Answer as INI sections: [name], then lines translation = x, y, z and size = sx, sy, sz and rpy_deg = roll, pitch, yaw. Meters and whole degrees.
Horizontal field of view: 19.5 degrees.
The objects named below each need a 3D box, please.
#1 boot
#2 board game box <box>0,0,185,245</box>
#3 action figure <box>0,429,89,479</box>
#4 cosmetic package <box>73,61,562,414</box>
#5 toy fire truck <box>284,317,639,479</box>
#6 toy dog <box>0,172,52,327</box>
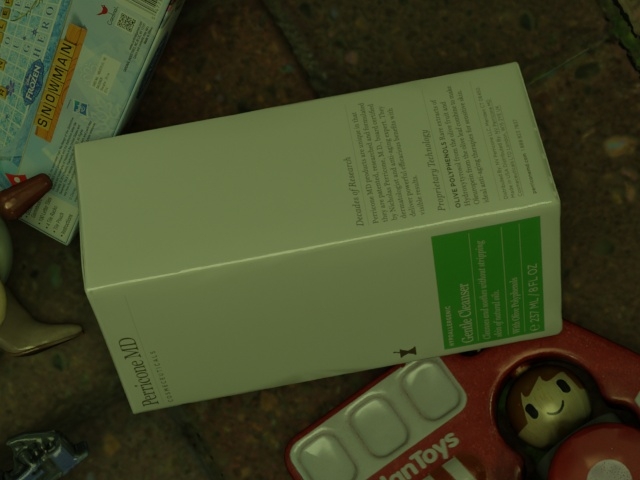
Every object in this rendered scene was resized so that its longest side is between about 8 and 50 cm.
[boot]
translation = -0.272, 0.061, 1.604
size = 0.118, 0.042, 0.087
rpy_deg = -19, 84, -6
[board game box]
translation = -0.283, -0.193, 1.495
size = 0.318, 0.066, 0.318
rpy_deg = 29, 129, -1
[action figure]
translation = -0.360, 0.217, 1.560
size = 0.341, 0.178, 0.330
rpy_deg = -32, 98, -1
[cosmetic package]
translation = 0.000, 0.000, 1.503
size = 0.366, 0.197, 0.155
rpy_deg = -12, 54, 1
[toy fire truck]
translation = 0.150, 0.184, 1.554
size = 0.302, 0.169, 0.254
rpy_deg = -37, 73, 1
[toy dog]
translation = -0.344, -0.055, 1.459
size = 0.161, 0.220, 0.334
rpy_deg = -49, 132, -1
